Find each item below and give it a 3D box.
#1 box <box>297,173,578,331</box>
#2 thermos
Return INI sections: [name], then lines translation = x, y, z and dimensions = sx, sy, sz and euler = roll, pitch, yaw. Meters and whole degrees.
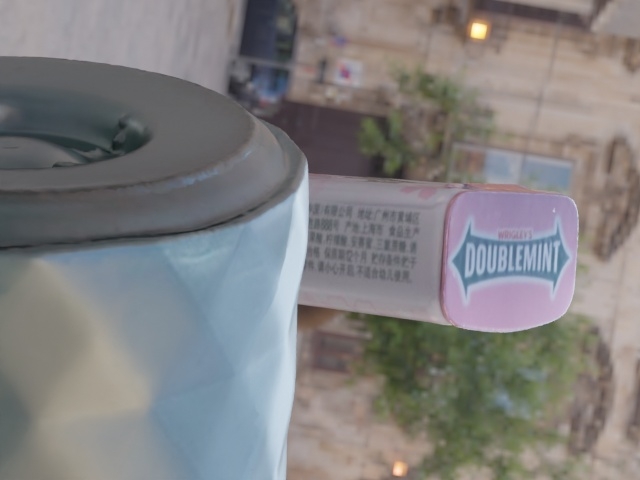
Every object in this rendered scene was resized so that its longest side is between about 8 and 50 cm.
[box]
translation = 0.000, 0.000, 1.281
dimensions = 0.190, 0.369, 0.112
euler = 3, 91, -50
[thermos]
translation = -0.083, 0.098, 0.439
dimensions = 0.182, 0.144, 0.287
euler = -78, 173, -69
